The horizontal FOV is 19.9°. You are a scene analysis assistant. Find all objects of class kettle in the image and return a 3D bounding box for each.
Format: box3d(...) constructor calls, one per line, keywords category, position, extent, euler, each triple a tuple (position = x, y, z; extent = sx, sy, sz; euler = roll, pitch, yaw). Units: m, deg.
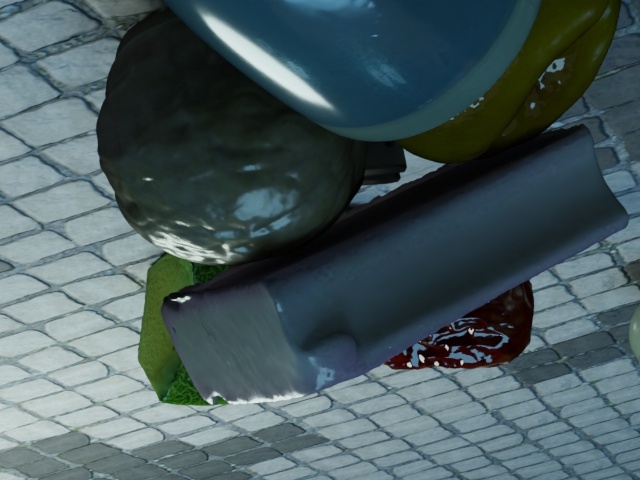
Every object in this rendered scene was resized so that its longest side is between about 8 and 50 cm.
box3d(category="kettle", position=(-0.058, -0.244, 1.291), extent=(0.319, 0.247, 0.342), euler=(4, 164, 41))

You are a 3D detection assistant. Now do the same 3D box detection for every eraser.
box3d(category="eraser", position=(0.063, 0.025, 1.685), extent=(0.359, 0.122, 0.272), euler=(-27, -172, -27))

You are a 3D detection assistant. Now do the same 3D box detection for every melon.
box3d(category="melon", position=(-0.086, 0.100, 2.221), extent=(0.124, 0.196, 0.323), euler=(17, -174, 36))

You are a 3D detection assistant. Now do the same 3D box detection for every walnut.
box3d(category="walnut", position=(-0.070, -0.096, 1.578), extent=(0.248, 0.248, 0.248), euler=(-9, 158, -4))

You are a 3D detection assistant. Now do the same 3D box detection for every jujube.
box3d(category="jujube", position=(0.150, 0.092, 2.268), extent=(0.230, 0.155, 0.155), euler=(-10, 158, 1))

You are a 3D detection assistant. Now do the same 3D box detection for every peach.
box3d(category="peach", position=(0.155, -0.172, 1.594), extent=(0.251, 0.153, 0.251), euler=(-31, 166, -8))

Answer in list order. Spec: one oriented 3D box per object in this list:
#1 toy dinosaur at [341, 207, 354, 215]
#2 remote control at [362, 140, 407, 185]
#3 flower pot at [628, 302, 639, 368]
box3d(category="toy dinosaur", position=(0.000, 0.000, 2.107), extent=(0.132, 0.059, 0.096), euler=(-14, 151, -15))
box3d(category="remote control", position=(-0.061, -0.099, 1.764), extent=(0.277, 0.103, 0.055), euler=(-4, 160, -16))
box3d(category="flower pot", position=(0.533, 0.131, 2.422), extent=(0.246, 0.246, 0.195), euler=(-18, -178, 17))
